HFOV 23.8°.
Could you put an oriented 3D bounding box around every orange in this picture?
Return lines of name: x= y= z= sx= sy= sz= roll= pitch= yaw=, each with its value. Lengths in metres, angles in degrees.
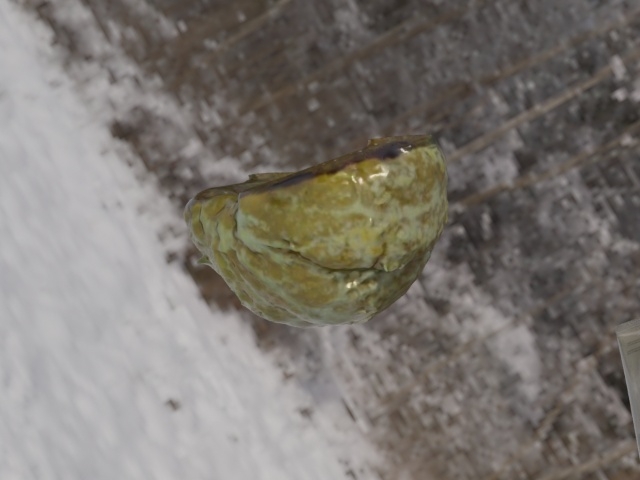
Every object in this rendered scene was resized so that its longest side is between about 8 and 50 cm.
orange: x=0.000 y=0.000 z=1.816 sx=0.368 sy=0.270 sz=0.210 roll=-7 pitch=-91 yaw=58

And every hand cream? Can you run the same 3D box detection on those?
hand cream: x=0.340 y=0.161 z=1.518 sx=0.087 sy=0.054 sz=0.186 roll=-29 pitch=-123 yaw=46
